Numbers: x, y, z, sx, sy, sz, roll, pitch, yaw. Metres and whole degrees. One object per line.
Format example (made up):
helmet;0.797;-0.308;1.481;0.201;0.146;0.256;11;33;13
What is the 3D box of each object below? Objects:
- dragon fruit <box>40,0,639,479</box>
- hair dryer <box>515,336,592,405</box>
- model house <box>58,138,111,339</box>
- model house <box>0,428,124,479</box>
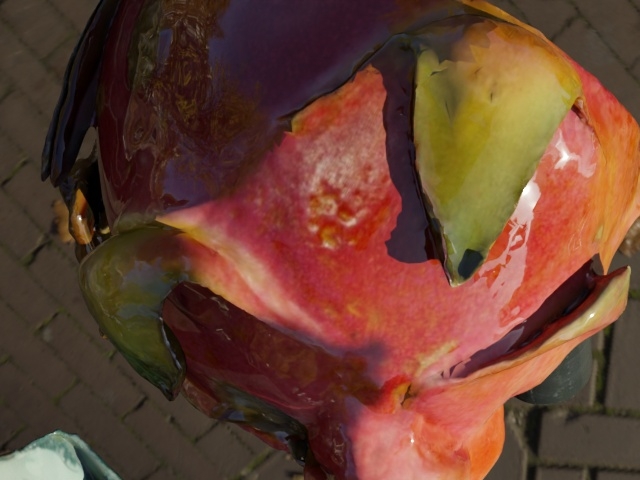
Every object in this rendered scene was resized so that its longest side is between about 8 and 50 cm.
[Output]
dragon fruit;0.000;0.000;0.559;0.305;0.305;0.226;27;88;-4
hair dryer;0.086;0.087;0.765;0.219;0.071;0.124;-24;136;-8
model house;-0.090;-0.048;0.879;0.219;0.199;0.229;32;124;-29
model house;-0.356;0.382;1.219;0.184;0.253;0.291;42;113;5
